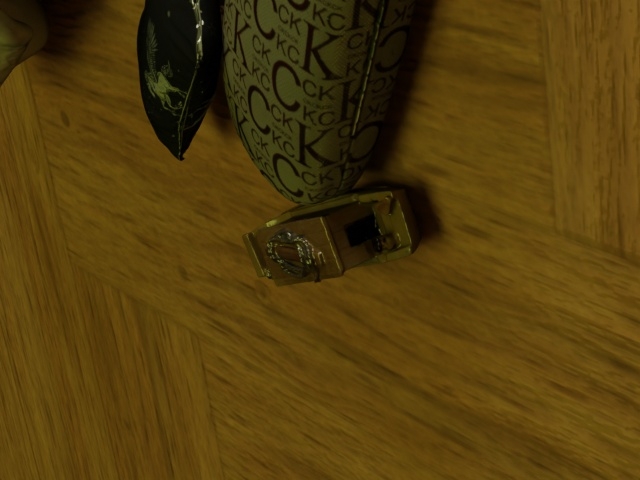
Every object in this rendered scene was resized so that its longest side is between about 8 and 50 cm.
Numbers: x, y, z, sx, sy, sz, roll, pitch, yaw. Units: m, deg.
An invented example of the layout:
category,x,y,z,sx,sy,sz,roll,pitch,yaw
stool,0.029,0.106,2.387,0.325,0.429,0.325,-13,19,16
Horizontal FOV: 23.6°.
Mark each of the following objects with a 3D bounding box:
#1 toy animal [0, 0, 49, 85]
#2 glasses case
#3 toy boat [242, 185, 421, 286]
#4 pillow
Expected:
category,x,y,z,sx,sy,sz,roll,pitch,yaw
toy animal,-0.320,-0.242,1.358,0.249,0.174,0.289,33,136,44
glasses case,0.000,-0.170,0.990,0.137,0.085,0.355,52,149,31
toy boat,0.000,0.000,1.120,0.200,0.077,0.057,-10,103,59
pillow,-0.108,-0.154,1.165,0.208,0.055,0.141,120,145,-67
